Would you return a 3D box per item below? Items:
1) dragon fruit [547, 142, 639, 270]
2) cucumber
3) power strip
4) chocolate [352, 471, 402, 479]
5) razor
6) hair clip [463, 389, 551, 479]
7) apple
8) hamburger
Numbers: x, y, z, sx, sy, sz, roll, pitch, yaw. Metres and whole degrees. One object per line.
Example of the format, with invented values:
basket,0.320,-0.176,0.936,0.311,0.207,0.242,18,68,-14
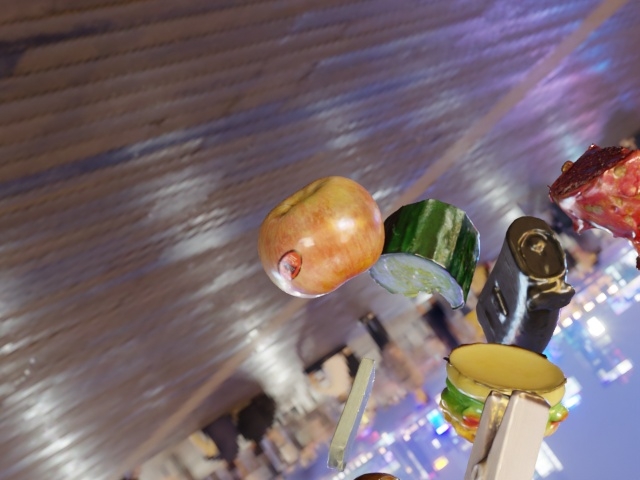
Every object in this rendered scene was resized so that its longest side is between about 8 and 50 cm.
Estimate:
dragon fruit,0.468,-0.042,1.699,0.134,0.211,0.262,-45,-179,4
cucumber,0.180,0.027,1.923,0.191,0.191,0.130,-50,-166,52
power strip,0.054,0.283,1.813,0.080,0.029,0.227,92,16,-46
chocolate,0.120,0.526,2.183,0.133,0.127,0.124,19,114,-40
razor,0.378,0.101,2.031,0.107,0.189,0.327,-13,150,-11
hair clip,0.247,0.377,1.561,0.101,0.085,0.331,-12,-122,61
apple,0.000,0.000,1.746,0.209,0.164,0.209,-31,-166,8
hamburger,0.323,0.286,1.927,0.237,0.237,0.149,-19,120,-57
